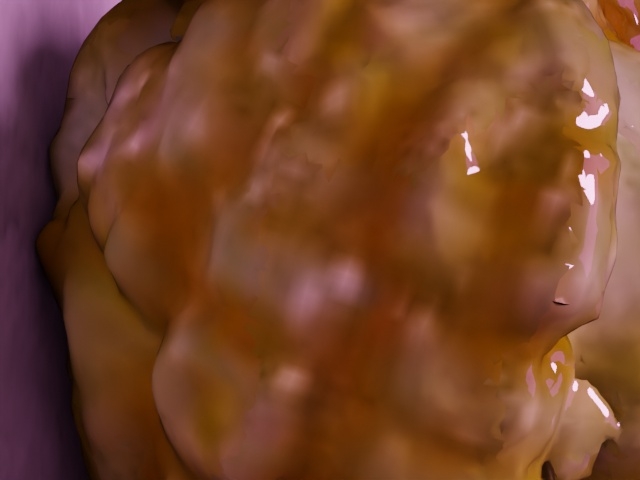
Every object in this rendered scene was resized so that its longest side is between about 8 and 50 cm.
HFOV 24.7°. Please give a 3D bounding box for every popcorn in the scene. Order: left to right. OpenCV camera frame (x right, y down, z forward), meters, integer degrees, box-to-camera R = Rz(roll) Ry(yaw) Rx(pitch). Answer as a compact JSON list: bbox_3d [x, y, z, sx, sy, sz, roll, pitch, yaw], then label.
[{"bbox_3d":[0.045,0.033,0.540,0.279,0.274,0.335,-53,137,-73],"label":"popcorn"}]
